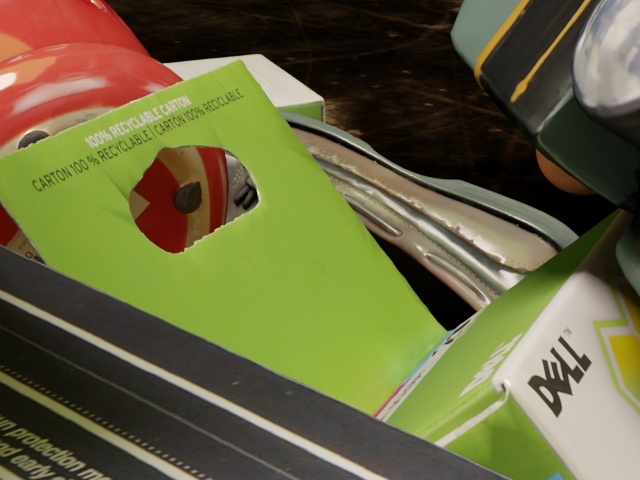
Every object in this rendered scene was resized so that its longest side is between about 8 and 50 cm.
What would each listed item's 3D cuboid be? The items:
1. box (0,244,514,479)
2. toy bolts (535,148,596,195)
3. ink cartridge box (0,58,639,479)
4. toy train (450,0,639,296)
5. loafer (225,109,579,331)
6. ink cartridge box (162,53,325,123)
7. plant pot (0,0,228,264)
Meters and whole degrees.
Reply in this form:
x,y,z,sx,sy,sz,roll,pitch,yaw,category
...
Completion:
x,y,z,sx,sy,sz,roll,pitch,yaw,category
-0.131,0.136,0.317,0.294,0.182,0.296,-20,29,-41,box
0.212,-0.038,0.915,0.229,0.158,0.218,19,67,16,toy bolts
0.046,0.035,0.489,0.097,0.255,0.189,-38,0,27,ink cartridge box
0.193,-0.010,0.512,0.334,0.142,0.190,26,20,-29,toy train
0.000,0.000,0.795,0.268,0.096,0.084,16,31,26,loafer
-0.113,-0.063,0.974,0.209,0.062,0.109,-8,24,-21,ink cartridge box
-0.147,-0.029,0.735,0.191,0.191,0.174,-14,35,-34,plant pot
